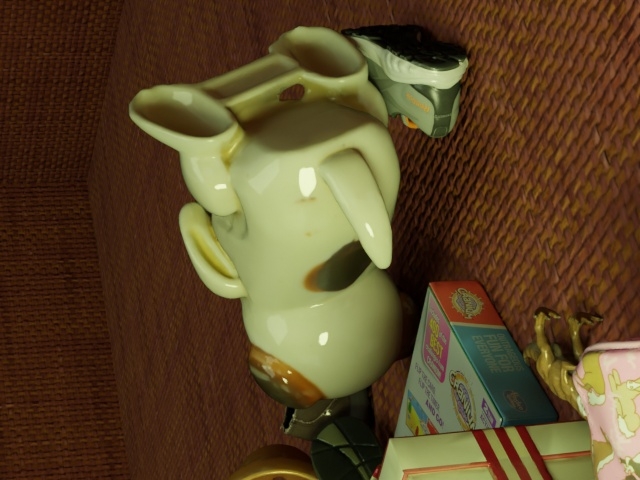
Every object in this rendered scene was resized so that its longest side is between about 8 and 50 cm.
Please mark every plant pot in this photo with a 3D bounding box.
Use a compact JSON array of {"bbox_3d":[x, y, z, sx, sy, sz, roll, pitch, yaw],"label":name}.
[{"bbox_3d":[-0.062,0.395,2.326,0.188,0.205,0.205,-100,12,-74],"label":"plant pot"}]

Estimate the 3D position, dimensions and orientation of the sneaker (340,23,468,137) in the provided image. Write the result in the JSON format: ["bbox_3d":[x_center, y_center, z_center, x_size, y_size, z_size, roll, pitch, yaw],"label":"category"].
[{"bbox_3d":[0.093,-0.199,1.902,0.271,0.100,0.108,-131,37,-63],"label":"sneaker"}]

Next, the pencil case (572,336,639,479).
[{"bbox_3d":[0.294,0.263,1.225,0.167,0.160,0.386,142,123,-78],"label":"pencil case"}]

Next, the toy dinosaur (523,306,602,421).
[{"bbox_3d":[0.231,0.119,1.559,0.211,0.064,0.112,-130,40,-63],"label":"toy dinosaur"}]

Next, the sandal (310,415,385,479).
[{"bbox_3d":[0.071,0.362,2.052,0.086,0.120,0.303,66,-175,-47],"label":"sandal"}]

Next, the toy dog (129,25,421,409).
[{"bbox_3d":[0.000,0.000,1.901,0.395,0.284,0.408,29,140,41],"label":"toy dog"}]

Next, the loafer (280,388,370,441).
[{"bbox_3d":[-0.018,0.115,2.225,0.134,0.130,0.366,125,140,-62],"label":"loafer"}]

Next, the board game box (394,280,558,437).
[{"bbox_3d":[0.161,0.242,1.788,0.242,0.064,0.316,-115,29,-50],"label":"board game box"}]

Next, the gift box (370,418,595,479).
[{"bbox_3d":[0.160,0.335,1.499,0.258,0.255,0.276,-115,34,-46],"label":"gift box"}]
